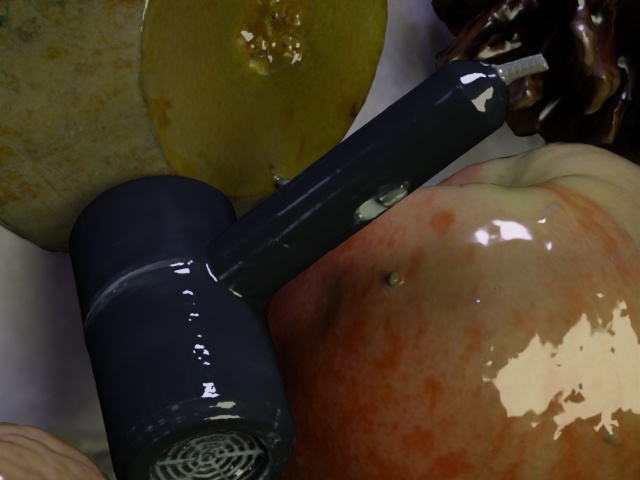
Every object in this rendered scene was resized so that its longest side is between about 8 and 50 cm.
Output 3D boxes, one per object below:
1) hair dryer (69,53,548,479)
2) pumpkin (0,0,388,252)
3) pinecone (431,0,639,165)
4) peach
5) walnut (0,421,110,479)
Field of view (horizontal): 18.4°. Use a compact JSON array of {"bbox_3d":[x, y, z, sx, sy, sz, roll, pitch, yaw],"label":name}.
[{"bbox_3d":[0.000,0.000,0.745,0.071,0.219,0.124,33,28,-44],"label":"hair dryer"},{"bbox_3d":[-0.059,-0.098,0.819,0.217,0.110,0.217,-1,91,-39],"label":"pumpkin"},{"bbox_3d":[0.150,-0.127,0.914,0.204,0.179,0.184,3,66,-16],"label":"pinecone"},{"bbox_3d":[0.082,0.076,0.847,0.232,0.232,0.232,0,90,-33],"label":"peach"},{"bbox_3d":[-0.132,0.151,0.741,0.155,0.155,0.184,-34,119,-28],"label":"walnut"}]
